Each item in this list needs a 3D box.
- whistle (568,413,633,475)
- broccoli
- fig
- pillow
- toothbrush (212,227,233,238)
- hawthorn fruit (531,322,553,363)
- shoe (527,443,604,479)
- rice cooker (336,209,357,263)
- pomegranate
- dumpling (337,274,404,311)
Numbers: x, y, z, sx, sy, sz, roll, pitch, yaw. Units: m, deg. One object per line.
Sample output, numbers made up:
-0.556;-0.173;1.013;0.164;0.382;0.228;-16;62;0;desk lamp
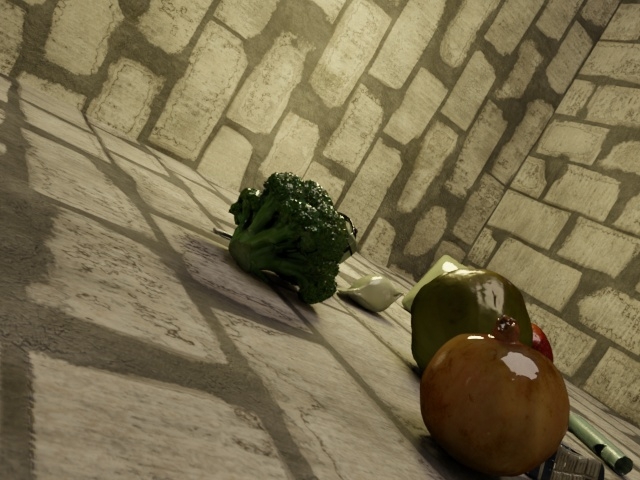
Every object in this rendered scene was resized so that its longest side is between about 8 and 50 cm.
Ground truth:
0.863;0.628;1.785;0.062;0.062;0.312;29;5;-9;whistle
-0.080;-0.016;1.535;0.413;0.321;0.310;51;23;25;broccoli
0.383;0.247;1.469;0.344;0.343;0.343;30;5;-3;fig
0.545;0.230;2.491;0.255;0.322;0.119;34;-16;38;pillow
-0.225;0.015;1.845;0.288;0.026;0.024;26;3;-33;toothbrush
0.733;0.424;2.093;0.258;0.258;0.261;27;25;-30;hawthorn fruit
0.483;0.466;1.186;0.207;0.091;0.106;25;-16;-9;shoe
0.000;0.000;1.896;0.226;0.244;0.226;49;-6;7;rice cooker
0.308;0.269;1.009;0.229;0.270;0.252;16;6;-37;pomegranate
0.158;0.183;1.980;0.252;0.131;0.179;-1;4;-38;dumpling
